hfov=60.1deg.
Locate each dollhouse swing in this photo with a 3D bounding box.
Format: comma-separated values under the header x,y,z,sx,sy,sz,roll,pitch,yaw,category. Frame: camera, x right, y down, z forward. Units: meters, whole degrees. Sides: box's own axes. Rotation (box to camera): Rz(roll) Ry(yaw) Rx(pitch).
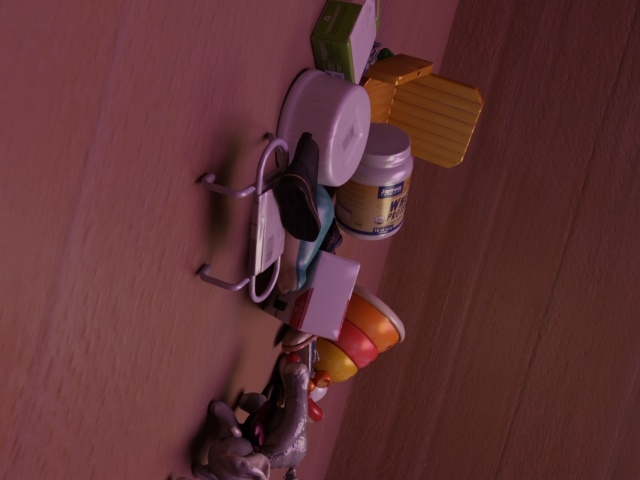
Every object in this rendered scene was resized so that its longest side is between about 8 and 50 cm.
x,y,z,sx,sy,sz,roll,pitch,yaw,category
0.294,-0.366,1.781,0.315,0.305,0.347,-32,146,-41,dollhouse swing

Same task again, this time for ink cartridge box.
x,y,z,sx,sy,sz,roll,pitch,yaw,category
-0.031,0.124,1.421,0.273,0.114,0.197,6,-102,67,ink cartridge box
0.074,-0.534,1.401,0.189,0.097,0.255,73,35,-64,ink cartridge box

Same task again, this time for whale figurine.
x,y,z,sx,sy,sz,roll,pitch,yaw,category
-0.042,-0.011,1.292,0.216,0.141,0.272,147,-54,-66,whale figurine

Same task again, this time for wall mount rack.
x,y,z,sx,sy,sz,roll,pitch,yaw,category
-0.126,-0.065,1.123,0.304,0.130,0.350,-45,149,-55,wall mount rack

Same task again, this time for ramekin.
x,y,z,sx,sy,sz,roll,pitch,yaw,category
0.017,-0.265,1.348,0.277,0.135,0.277,-51,151,-44,ramekin

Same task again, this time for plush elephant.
x,y,z,sx,sy,sz,roll,pitch,yaw,category
-0.175,0.485,1.348,0.255,0.272,0.330,13,56,-41,plush elephant

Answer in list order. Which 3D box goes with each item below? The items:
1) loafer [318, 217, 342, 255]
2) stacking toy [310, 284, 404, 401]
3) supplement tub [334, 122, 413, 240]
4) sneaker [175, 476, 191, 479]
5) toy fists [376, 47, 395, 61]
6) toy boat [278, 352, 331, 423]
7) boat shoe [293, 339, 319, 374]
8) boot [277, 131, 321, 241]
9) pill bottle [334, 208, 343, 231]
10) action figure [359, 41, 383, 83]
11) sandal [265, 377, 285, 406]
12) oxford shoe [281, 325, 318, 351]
x,y,z,sx,sy,sz,roll,pitch,yaw,category
0.000,0.000,1.730,0.302,0.109,0.095,-52,135,-69,loafer
0.071,0.435,2.182,0.480,0.350,0.351,-49,157,-18,stacking toy
0.164,-0.183,1.729,0.228,0.228,0.316,-59,159,-45,supplement tub
-0.329,0.640,1.184,0.163,0.086,0.226,-39,144,-70,sneaker
0.213,-0.529,1.917,0.279,0.096,0.142,83,26,-53,toy fists
-0.036,0.470,1.800,0.151,0.151,0.231,69,1,-67,toy boat
-0.058,0.400,1.928,0.079,0.095,0.255,-26,123,-56,boat shoe
-0.024,-0.099,1.087,0.198,0.076,0.137,86,17,-57,boot
0.077,-0.069,1.968,0.116,0.065,0.065,64,44,-70,pill bottle
0.094,-0.429,1.586,0.185,0.099,0.285,-60,167,-72,action figure
-0.139,0.507,1.794,0.219,0.060,0.090,6,100,-75,sandal
-0.044,0.223,1.808,0.348,0.123,0.130,-52,128,-52,oxford shoe
